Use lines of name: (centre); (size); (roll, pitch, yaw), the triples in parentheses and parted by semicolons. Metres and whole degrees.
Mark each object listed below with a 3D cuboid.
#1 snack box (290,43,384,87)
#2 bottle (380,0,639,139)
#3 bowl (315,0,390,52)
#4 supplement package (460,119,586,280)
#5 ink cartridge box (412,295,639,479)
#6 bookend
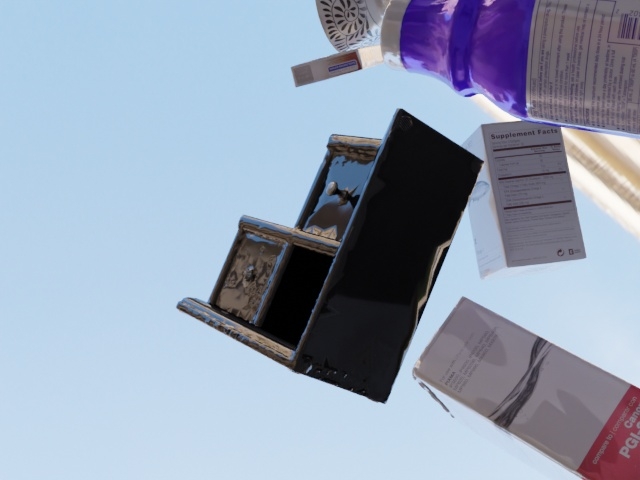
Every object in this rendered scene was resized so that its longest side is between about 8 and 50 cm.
snack box: (0.025, -0.171, 0.852); (0.064, 0.178, 0.022); (-13, -80, 16)
bottle: (0.185, -0.149, 0.688); (0.283, 0.118, 0.092); (14, -151, 30)
bowl: (0.068, -0.356, 1.283); (0.080, 0.170, 0.170); (-1, -119, 32)
supplement package: (0.247, -0.050, 1.099); (0.105, 0.105, 0.179); (-7, -101, -9)
ink cartridge box: (0.208, 0.157, 0.783); (0.218, 0.158, 0.092); (26, -103, 35)
bookend: (0.000, 0.000, 0.557); (0.072, 0.156, 0.157); (26, -95, -34)
